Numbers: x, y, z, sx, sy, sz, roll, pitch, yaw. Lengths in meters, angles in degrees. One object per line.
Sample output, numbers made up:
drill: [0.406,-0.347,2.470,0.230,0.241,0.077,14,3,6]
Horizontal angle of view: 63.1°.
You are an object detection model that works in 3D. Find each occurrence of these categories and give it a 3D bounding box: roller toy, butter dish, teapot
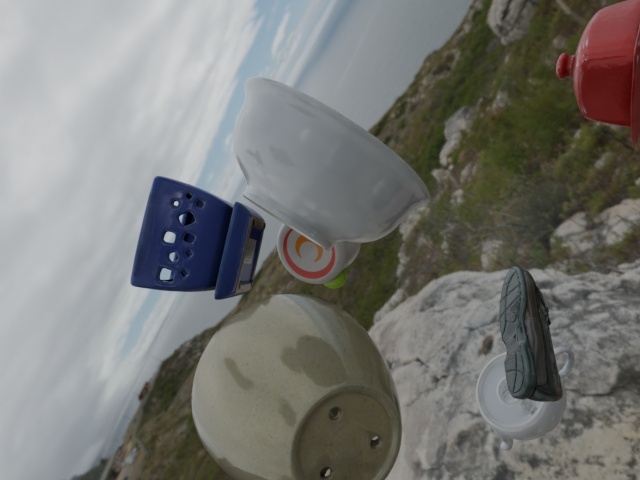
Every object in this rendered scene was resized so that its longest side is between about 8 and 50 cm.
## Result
roller toy: [0.000,0.000,1.332,0.146,0.191,0.209,-36,-40,-59]
butter dish: [0.367,-0.226,0.671,0.118,0.160,0.160,9,59,34]
teapot: [0.575,0.432,1.444,0.256,0.187,0.252,-25,48,41]

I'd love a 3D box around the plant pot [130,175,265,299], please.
plant pot: [-0.248,0.009,1.137,0.236,0.212,0.236,41,-118,-85]

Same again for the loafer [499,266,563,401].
loafer: [0.393,0.174,0.978,0.096,0.084,0.267,109,174,-54]

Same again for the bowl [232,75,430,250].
bowl: [-0.011,-0.078,0.714,0.134,0.298,0.298,-58,11,-2]

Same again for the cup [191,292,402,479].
cup: [-0.009,0.264,0.795,0.331,0.331,0.237,-63,23,-7]
